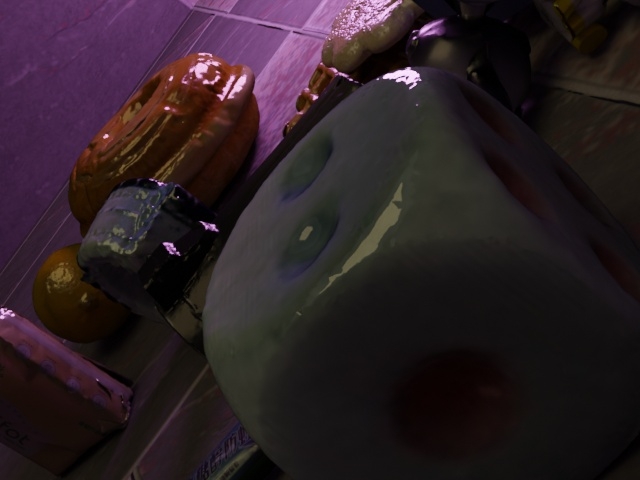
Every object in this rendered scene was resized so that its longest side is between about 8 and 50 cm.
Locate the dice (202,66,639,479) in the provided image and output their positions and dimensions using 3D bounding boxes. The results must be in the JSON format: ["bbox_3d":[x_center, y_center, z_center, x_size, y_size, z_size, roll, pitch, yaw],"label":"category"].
[{"bbox_3d":[0.085,0.045,0.845,0.264,0.268,0.263,-45,24,22],"label":"dice"}]

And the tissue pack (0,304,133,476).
[{"bbox_3d":[-0.441,0.226,1.647,0.215,0.256,0.123,-39,23,31],"label":"tissue pack"}]

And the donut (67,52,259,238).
[{"bbox_3d":[-0.282,-0.162,1.959,0.449,0.198,0.449,-39,21,18],"label":"donut"}]

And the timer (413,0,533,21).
[{"bbox_3d":[0.275,-0.442,1.297,0.395,0.173,0.395,-44,23,23],"label":"timer"}]

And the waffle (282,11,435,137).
[{"bbox_3d":[0.054,-0.234,1.578,0.302,0.068,0.325,-31,33,45],"label":"waffle"}]

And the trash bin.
[{"bbox_3d":[0.000,0.000,1.089,0.301,0.252,0.203,-50,24,2],"label":"trash bin"}]

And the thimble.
[{"bbox_3d":[-0.228,0.020,1.556,0.237,0.237,0.150,-15,44,57],"label":"thimble"}]

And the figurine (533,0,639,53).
[{"bbox_3d":[0.305,-0.280,1.120,0.178,0.109,0.130,-32,18,29],"label":"figurine"}]

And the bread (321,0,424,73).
[{"bbox_3d":[0.072,-0.310,1.509,0.182,0.039,0.251,-44,21,2],"label":"bread"}]

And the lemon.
[{"bbox_3d":[-0.413,0.093,1.888,0.178,0.178,0.203,-55,16,-2],"label":"lemon"}]

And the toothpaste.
[{"bbox_3d":[-0.124,0.285,1.188,0.392,0.061,0.099,-50,29,8],"label":"toothpaste"}]

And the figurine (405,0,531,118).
[{"bbox_3d":[0.171,-0.193,1.172,0.145,0.145,0.222,-144,52,-68],"label":"figurine"}]
